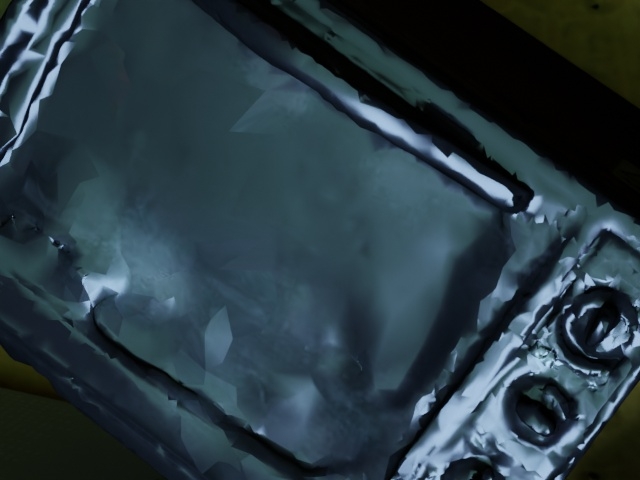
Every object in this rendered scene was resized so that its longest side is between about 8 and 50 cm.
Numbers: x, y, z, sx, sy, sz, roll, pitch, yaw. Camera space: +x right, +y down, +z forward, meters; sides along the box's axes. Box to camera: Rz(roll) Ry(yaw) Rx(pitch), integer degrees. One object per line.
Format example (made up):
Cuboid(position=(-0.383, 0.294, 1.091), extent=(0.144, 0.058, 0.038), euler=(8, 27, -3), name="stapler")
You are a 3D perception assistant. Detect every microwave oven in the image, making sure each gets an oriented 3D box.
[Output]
Cuboid(position=(0.001, -0.002, 0.643), extent=(0.247, 0.188, 0.178), euler=(35, 110, 8), name="microwave oven")

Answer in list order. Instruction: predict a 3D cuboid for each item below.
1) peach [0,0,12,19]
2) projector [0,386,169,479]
Cuboid(position=(-0.142, -0.128, 0.702), extent=(0.189, 0.068, 0.279), euler=(30, 103, 35), name="peach")
Cuboid(position=(-0.107, 0.159, 0.720), extent=(0.243, 0.177, 0.163), euler=(12, 107, 14), name="projector")
